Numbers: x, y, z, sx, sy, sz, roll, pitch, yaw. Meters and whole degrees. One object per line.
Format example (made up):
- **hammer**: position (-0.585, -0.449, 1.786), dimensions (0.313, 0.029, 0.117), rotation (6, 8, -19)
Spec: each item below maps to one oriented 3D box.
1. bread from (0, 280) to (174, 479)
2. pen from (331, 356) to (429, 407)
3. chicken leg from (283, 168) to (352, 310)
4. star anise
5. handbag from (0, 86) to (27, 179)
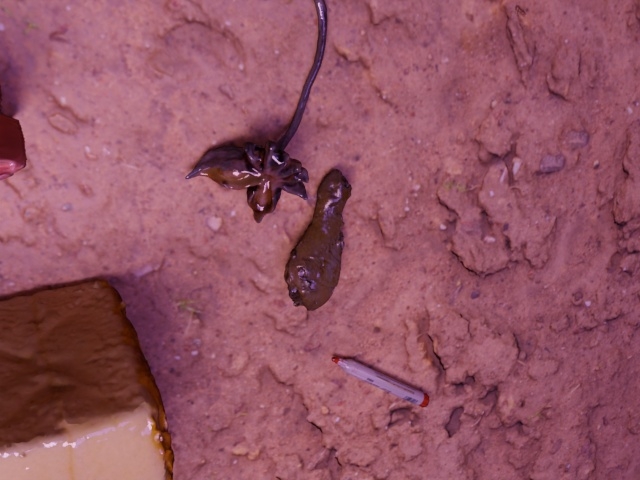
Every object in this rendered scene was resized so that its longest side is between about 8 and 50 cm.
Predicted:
- **bread**: position (-0.284, 0.226, 0.724), dimensions (0.207, 0.279, 0.278), rotation (-8, 114, -23)
- **pen**: position (0.097, 0.225, 1.061), dimensions (0.218, 0.026, 0.026), rotation (30, 96, -32)
- **chicken leg**: position (0.001, 0.001, 0.895), dimensions (0.085, 0.069, 0.197), rotation (11, 99, -31)
- **star anise**: position (-0.059, -0.164, 0.823), dimensions (0.148, 0.218, 0.227), rotation (17, 60, -1)
- **handbag**: position (-0.353, -0.083, 0.595), dimensions (0.157, 0.212, 0.059), rotation (-27, 121, -13)
